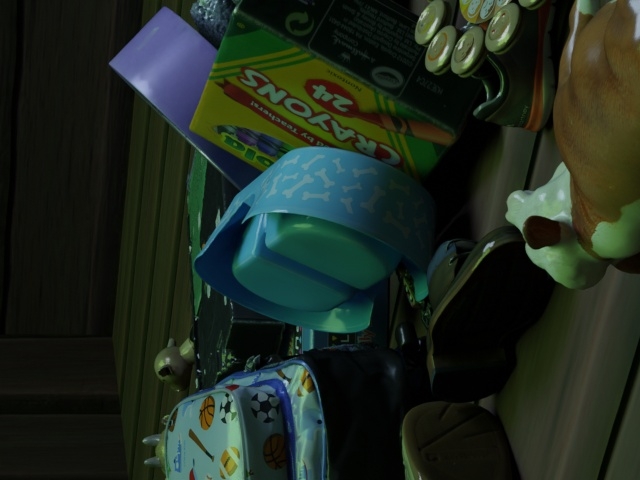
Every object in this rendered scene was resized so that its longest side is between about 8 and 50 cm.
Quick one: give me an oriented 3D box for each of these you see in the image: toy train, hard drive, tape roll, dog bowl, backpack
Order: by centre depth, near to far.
[{"bbox_3d":[0.000,0.000,1.689,0.297,0.166,0.074,-34,34,66],"label":"dog bowl"},{"bbox_3d":[0.087,0.041,1.699,0.158,0.027,0.036,-114,16,-63],"label":"toy train"},{"bbox_3d":[-0.021,0.220,1.711,0.263,0.213,0.276,153,117,-71],"label":"backpack"},{"bbox_3d":[-0.111,-0.134,1.910,0.080,0.189,0.189,-46,14,-2],"label":"tape roll"},{"bbox_3d":[-0.092,0.008,2.080,0.237,0.064,0.339,108,160,-52],"label":"hard drive"}]

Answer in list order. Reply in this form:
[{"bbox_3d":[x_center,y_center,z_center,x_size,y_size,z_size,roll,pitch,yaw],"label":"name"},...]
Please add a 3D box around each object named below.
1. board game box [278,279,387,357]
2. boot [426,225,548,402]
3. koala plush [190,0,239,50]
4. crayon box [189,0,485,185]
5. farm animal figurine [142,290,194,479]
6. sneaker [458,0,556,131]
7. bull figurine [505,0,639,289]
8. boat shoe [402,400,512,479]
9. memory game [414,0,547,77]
[{"bbox_3d":[-0.007,0.077,2.016,0.336,0.079,0.254,-179,90,-78],"label":"board game box"},{"bbox_3d":[0.110,0.025,1.451,0.219,0.082,0.106,105,159,-56],"label":"boot"},{"bbox_3d":[0.007,-0.196,1.817,0.196,0.203,0.221,89,158,-68],"label":"koala plush"},{"bbox_3d":[0.006,-0.110,1.660,0.081,0.202,0.318,-62,1,-20],"label":"crayon box"},{"bbox_3d":[-0.135,0.226,2.389,0.327,0.172,0.330,114,154,-63],"label":"farm animal figurine"},{"bbox_3d":[0.130,-0.156,1.403,0.061,0.065,0.158,133,136,-73],"label":"sneaker"},{"bbox_3d":[0.177,-0.093,1.086,0.310,0.101,0.188,123,147,-70],"label":"bull figurine"},{"bbox_3d":[0.107,0.234,1.435,0.285,0.104,0.089,-88,1,-56],"label":"boat shoe"},{"bbox_3d":[0.123,-0.198,1.383,0.186,0.012,0.186,-43,34,38],"label":"memory game"}]
